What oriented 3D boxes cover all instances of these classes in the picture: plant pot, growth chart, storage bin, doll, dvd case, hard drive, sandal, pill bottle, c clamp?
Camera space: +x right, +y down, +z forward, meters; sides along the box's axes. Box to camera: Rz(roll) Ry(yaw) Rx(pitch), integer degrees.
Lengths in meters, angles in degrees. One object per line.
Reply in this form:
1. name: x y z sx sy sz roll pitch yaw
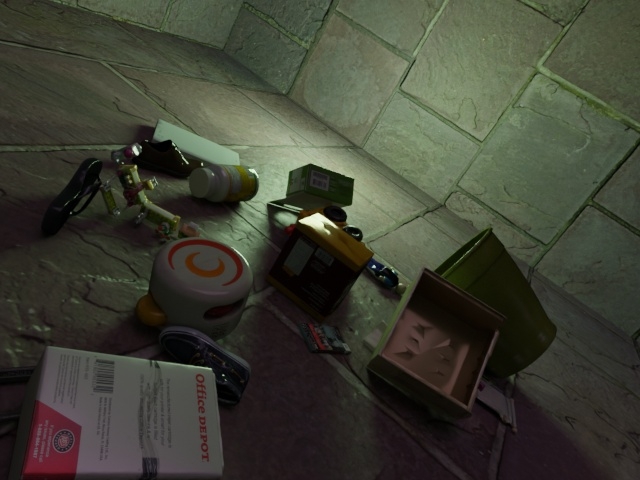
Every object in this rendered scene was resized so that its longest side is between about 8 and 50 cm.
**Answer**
1. plant pot: 0.498 0.210 1.426 0.353 0.366 0.366 49 26 8
2. growth chart: 0.451 0.413 1.315 0.237 0.021 0.172 37 23 12
3. storage bin: 0.289 0.252 1.140 0.260 0.123 0.262 32 60 4
4. doll: 0.217 0.112 1.592 0.189 0.046 0.129 40 26 20
5. dvd case: 0.011 0.238 1.135 0.119 0.013 0.087 12 30 -36
6. hard drive: -0.436 -0.320 1.660 0.307 0.040 0.203 21 25 -24
7. sandal: -0.534 -0.094 1.038 0.054 0.097 0.254 22 36 -17
8. pill bottle: -0.297 -0.176 1.446 0.117 0.117 0.208 42 25 22
9. c clamp: -0.417 0.225 0.637 0.160 0.022 0.137 2 32 -46

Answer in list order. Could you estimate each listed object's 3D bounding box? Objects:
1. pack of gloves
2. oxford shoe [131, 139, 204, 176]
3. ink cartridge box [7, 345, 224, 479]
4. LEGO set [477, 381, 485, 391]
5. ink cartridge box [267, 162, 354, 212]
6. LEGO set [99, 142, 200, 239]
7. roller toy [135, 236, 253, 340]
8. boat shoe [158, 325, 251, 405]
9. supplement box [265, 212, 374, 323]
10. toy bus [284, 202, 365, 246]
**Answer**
1. pack of gloves: 0.260 0.268 1.210 0.195 0.046 0.232 -38 67 -27
2. oxford shoe: -0.451 -0.256 1.445 0.227 0.096 0.083 6 33 -48
3. ink cartridge box: -0.264 0.253 0.630 0.237 0.100 0.172 19 34 -33
4. LEGO set: 0.344 0.311 1.272 0.093 0.087 0.227 -5 34 -47
5. ink cartridge box: -0.038 -0.167 1.595 0.189 0.097 0.255 14 -12 -34
6. LEGO set: -0.420 -0.078 1.114 0.287 0.132 0.107 60 26 -22
7. roller toy: -0.241 0.102 0.931 0.191 0.146 0.209 19 31 -6
8. boat shoe: -0.210 0.221 0.833 0.183 0.065 0.083 29 22 -8
9. supplement box: -0.002 0.069 1.224 0.191 0.194 0.129 37 24 11
10. toy bus: 0.000 0.000 1.450 0.211 0.149 0.220 -8 46 -37
